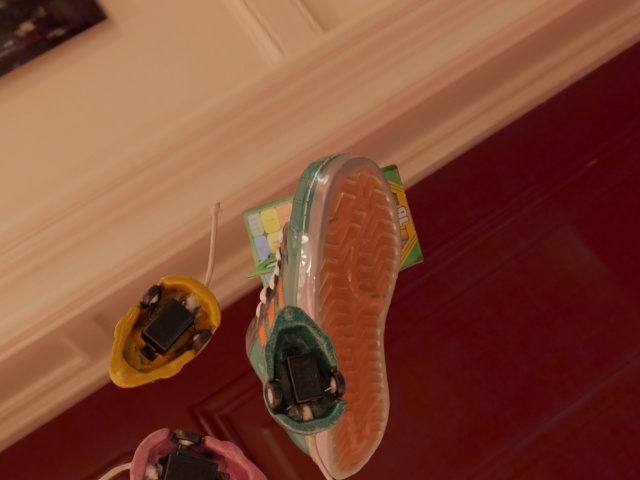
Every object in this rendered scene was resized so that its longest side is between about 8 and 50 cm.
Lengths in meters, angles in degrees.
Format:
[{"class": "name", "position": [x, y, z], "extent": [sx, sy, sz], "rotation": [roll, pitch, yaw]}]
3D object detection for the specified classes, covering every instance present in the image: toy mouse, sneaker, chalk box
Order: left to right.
[{"class": "toy mouse", "position": [-0.039, 0.084, 0.410], "extent": [0.143, 0.161, 0.031], "rotation": [36, 152, -1]}, {"class": "sneaker", "position": [-0.012, 0.059, 0.721], "extent": [0.121, 0.108, 0.302], "rotation": [25, 128, 36]}, {"class": "chalk box", "position": [0.000, 0.000, 1.053], "extent": [0.132, 0.213, 0.132], "rotation": [-13, 93, 44]}]
